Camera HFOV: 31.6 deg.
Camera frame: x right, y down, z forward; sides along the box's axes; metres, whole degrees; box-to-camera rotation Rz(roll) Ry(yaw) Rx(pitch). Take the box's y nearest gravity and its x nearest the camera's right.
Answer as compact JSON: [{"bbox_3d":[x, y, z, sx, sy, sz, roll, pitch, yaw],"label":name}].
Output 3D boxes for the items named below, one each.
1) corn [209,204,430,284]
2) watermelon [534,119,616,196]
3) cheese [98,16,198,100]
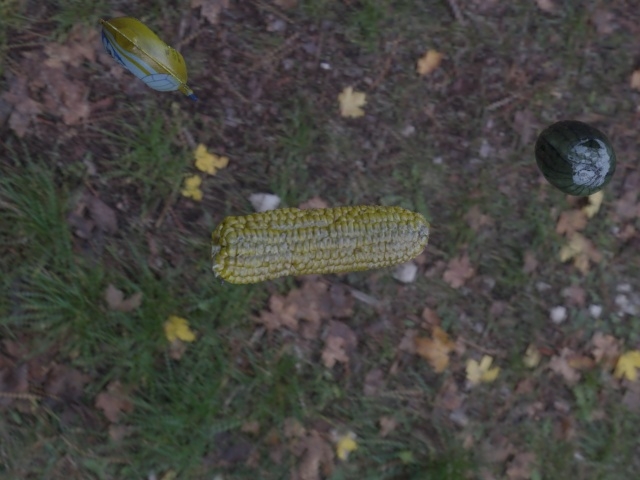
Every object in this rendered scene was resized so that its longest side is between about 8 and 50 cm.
[{"bbox_3d":[0.000,0.000,1.476,0.292,0.101,0.101,-6,110,-5],"label":"corn"},{"bbox_3d":[0.272,-0.091,1.212,0.078,0.110,0.078,-7,119,-13],"label":"watermelon"},{"bbox_3d":[-0.259,-0.277,1.754,0.069,0.177,0.270,-53,165,1],"label":"cheese"}]
